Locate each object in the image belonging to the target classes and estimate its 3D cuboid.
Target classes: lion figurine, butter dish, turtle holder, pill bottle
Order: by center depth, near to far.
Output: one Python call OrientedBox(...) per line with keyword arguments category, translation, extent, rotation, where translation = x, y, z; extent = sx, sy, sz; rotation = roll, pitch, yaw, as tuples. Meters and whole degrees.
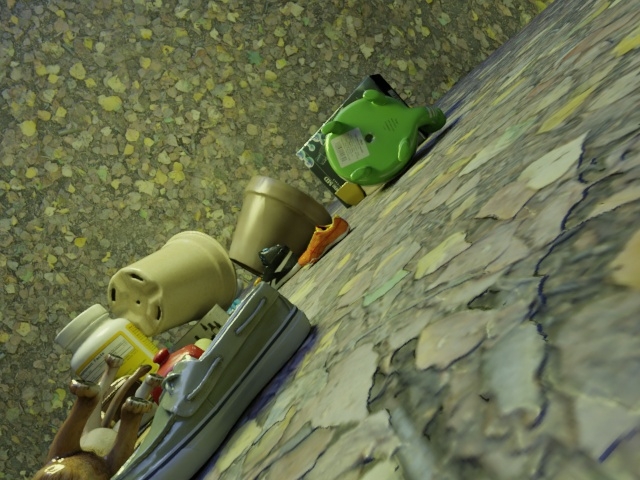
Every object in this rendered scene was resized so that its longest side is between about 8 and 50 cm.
OrientedBox(category="lion figurine", translation=(-0.319, 0.307, 0.588), extent=(0.392, 0.142, 0.240), rotation=(136, 152, -78))
OrientedBox(category="butter dish", translation=(-0.274, 0.259, 0.826), extent=(0.160, 0.118, 0.160), rotation=(-46, 4, -15))
OrientedBox(category="pill bottle", translation=(-0.561, 0.344, 1.196), extent=(0.188, 0.334, 0.188), rotation=(-44, 4, 4))
OrientedBox(category="turtle holder", translation=(0.172, -0.298, 1.219), extent=(0.320, 0.243, 0.227), rotation=(-53, -14, 7))

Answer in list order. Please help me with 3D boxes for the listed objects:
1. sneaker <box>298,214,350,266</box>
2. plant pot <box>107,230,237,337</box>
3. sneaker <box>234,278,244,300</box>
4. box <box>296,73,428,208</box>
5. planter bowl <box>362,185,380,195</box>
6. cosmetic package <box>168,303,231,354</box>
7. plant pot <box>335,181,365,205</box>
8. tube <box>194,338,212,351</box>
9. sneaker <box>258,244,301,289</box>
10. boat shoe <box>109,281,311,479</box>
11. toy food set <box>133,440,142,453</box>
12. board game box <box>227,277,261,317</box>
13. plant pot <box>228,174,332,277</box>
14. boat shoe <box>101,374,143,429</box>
OrientedBox(category="sneaker", translation=(0.000, 0.000, 1.082), extent=(0.175, 0.067, 0.064), rotation=(-44, 6, 22))
OrientedBox(category="plant pot", translation=(-0.498, 0.159, 1.393), extent=(0.334, 0.334, 0.305), rotation=(-42, -5, 24))
OrientedBox(category="sneaker", translation=(-0.350, 0.205, 1.664), extent=(0.212, 0.080, 0.094), rotation=(-42, -7, 35))
OrientedBox(category="box", translation=(0.160, -0.371, 1.600), extent=(0.395, 0.293, 0.212), rotation=(-42, 5, 29))
OrientedBox(category="planter bowl", translation=(0.183, -0.246, 1.434), extent=(0.162, 0.109, 0.162), rotation=(-43, 5, 5))
OrientedBox(category="cosmetic package", translation=(-0.386, 0.319, 1.379), extent=(0.239, 0.099, 0.060), rotation=(-43, 4, 20))
OrientedBox(category="plant pot", translation=(0.114, -0.171, 1.507), extent=(0.081, 0.083, 0.081), rotation=(-41, 5, 22))
OrientedBox(category="tube", translation=(-0.297, 0.302, 1.036), extent=(0.240, 0.062, 0.070), rotation=(-147, 62, -80))
OrientedBox(category="sneaker", translation=(-0.164, 0.096, 1.295), extent=(0.217, 0.121, 0.079), rotation=(-43, 4, 12))
OrientedBox(category="boat shoe", translation=(-0.136, 0.177, 0.506), extent=(0.302, 0.094, 0.109), rotation=(-47, 5, -31))
OrientedBox(category="toy food set", translation=(-0.381, 0.422, 0.778), extent=(0.192, 0.038, 0.132), rotation=(-47, 5, -32))
OrientedBox(category="board game box", translation=(-0.393, 0.324, 1.698), extent=(0.390, 0.050, 0.390), rotation=(-48, 6, -39))
OrientedBox(category="plant pot", translation=(-0.162, -0.017, 1.444), extent=(0.280, 0.323, 0.323), rotation=(-62, 9, -12))
OrientedBox(category="boat shoe", translation=(-0.504, 0.463, 0.971), extent=(0.123, 0.123, 0.342), rotation=(-27, 23, 41))
